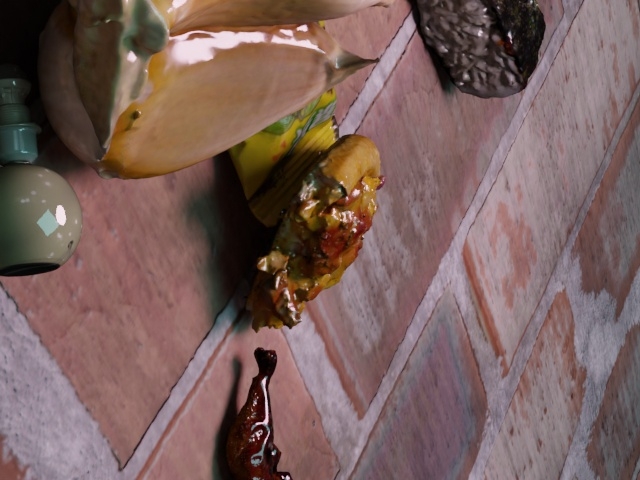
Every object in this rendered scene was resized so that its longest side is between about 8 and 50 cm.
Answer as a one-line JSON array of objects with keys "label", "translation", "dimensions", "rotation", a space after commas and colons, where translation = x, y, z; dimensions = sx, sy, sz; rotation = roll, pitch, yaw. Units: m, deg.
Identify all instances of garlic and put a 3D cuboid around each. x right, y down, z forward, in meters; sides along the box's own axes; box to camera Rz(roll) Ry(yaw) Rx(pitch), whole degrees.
[{"label": "garlic", "translation": [-0.084, -0.187, 1.079], "dimensions": [0.313, 0.249, 0.286], "rotation": [-27, 120, -39]}]

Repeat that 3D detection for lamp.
[{"label": "lamp", "translation": [-0.232, -0.056, 1.040], "dimensions": [0.091, 0.091, 0.163], "rotation": [5, 75, -61]}]

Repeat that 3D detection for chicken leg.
[{"label": "chicken leg", "translation": [-0.064, 0.220, 1.404], "dimensions": [0.089, 0.048, 0.219], "rotation": [-41, 129, -55]}]

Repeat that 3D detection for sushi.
[{"label": "sushi", "translation": [0.201, -0.289, 1.715], "dimensions": [0.225, 0.124, 0.127], "rotation": [55, 48, -42]}]

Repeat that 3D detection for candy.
[{"label": "candy", "translation": [-0.046, -0.173, 1.337], "dimensions": [0.187, 0.081, 0.297], "rotation": [-48, 137, -42]}]

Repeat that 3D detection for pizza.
[{"label": "pizza", "translation": [0.000, 0.000, 1.385], "dimensions": [0.228, 0.081, 0.289], "rotation": [-58, 177, 0]}]
